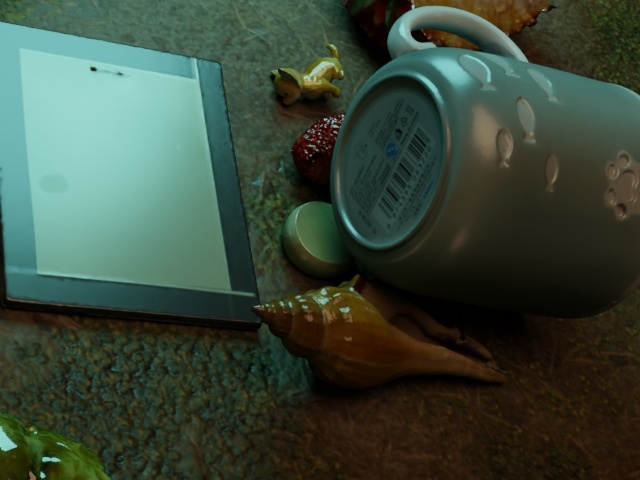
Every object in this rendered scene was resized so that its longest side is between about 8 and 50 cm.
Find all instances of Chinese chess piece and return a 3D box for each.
[{"bbox_3d":[0.000,0.000,1.462,0.084,0.034,0.084,17,51,-22],"label":"Chinese chess piece"}]

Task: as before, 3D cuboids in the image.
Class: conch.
[{"bbox_3d":[0.059,0.106,1.388,0.330,0.093,0.109,24,26,-41],"label":"conch"}]

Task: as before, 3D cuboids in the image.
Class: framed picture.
[{"bbox_3d":[-0.199,-0.069,1.410,0.265,0.016,0.347,6,54,-26],"label":"framed picture"}]

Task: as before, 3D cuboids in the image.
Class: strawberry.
[{"bbox_3d":[0.015,-0.097,1.516,0.096,0.083,0.083,-6,60,-29],"label":"strawberry"},{"bbox_3d":[0.130,-0.336,1.727,0.280,0.150,0.253,-29,94,-44],"label":"strawberry"}]

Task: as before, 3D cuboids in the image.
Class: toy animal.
[{"bbox_3d":[-0.018,-0.189,1.582,0.083,0.060,0.081,11,91,-25],"label":"toy animal"}]

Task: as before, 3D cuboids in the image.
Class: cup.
[{"bbox_3d":[0.162,-0.102,1.450,0.274,0.259,0.357,8,54,-36],"label":"cup"}]

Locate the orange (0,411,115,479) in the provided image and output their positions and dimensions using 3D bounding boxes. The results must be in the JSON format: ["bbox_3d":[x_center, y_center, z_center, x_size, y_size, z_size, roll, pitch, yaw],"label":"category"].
[{"bbox_3d":[-0.247,0.262,0.988,0.300,0.223,0.301,37,42,-16],"label":"orange"}]
